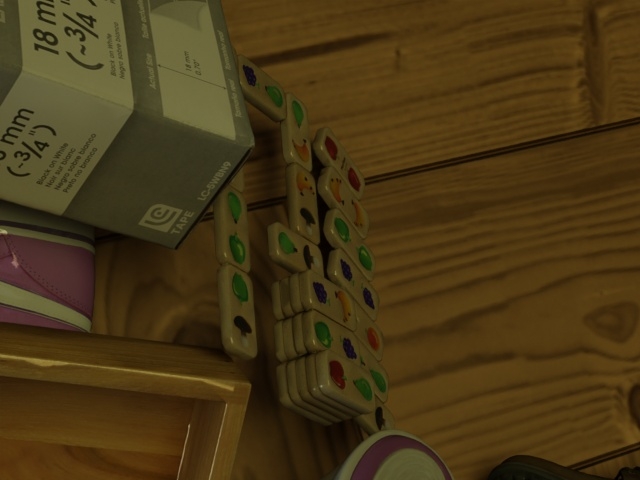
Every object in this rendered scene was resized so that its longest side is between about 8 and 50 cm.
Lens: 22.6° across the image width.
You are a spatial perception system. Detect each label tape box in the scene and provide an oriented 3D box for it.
[{"bbox_3d":[-0.220,-0.150,0.975,0.333,0.106,0.241,16,41,-31],"label":"label tape box"}]

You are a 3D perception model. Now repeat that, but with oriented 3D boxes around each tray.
[{"bbox_3d":[-0.262,0.142,0.923,0.410,0.076,0.203,9,102,-21],"label":"tray"}]

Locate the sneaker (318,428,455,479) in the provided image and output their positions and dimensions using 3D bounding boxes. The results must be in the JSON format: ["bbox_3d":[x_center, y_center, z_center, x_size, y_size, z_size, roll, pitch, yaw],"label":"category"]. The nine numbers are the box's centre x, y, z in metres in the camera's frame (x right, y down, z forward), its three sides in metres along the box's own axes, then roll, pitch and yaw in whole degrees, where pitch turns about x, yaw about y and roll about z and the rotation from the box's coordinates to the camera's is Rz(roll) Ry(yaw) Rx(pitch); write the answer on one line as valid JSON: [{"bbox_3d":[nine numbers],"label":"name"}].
[{"bbox_3d":[-0.018,0.257,0.991,0.114,0.152,0.305,44,50,-4],"label":"sneaker"}]

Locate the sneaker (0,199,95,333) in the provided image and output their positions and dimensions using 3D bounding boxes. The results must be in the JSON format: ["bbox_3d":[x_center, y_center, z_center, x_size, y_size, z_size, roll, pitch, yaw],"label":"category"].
[{"bbox_3d":[-0.274,0.045,0.981,0.282,0.102,0.161,8,75,-22],"label":"sneaker"}]

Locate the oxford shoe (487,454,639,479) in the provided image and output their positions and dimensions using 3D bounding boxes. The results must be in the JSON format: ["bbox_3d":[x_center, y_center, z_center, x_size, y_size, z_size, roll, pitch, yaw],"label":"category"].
[{"bbox_3d":[0.223,0.205,1.182,0.227,0.083,0.096,25,42,-13],"label":"oxford shoe"}]

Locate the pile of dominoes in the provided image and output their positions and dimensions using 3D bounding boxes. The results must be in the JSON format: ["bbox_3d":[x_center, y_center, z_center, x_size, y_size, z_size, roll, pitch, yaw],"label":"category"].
[{"bbox_3d":[0.000,0.000,1.074,0.196,0.040,0.251,33,44,-49],"label":"pile of dominoes"}]
